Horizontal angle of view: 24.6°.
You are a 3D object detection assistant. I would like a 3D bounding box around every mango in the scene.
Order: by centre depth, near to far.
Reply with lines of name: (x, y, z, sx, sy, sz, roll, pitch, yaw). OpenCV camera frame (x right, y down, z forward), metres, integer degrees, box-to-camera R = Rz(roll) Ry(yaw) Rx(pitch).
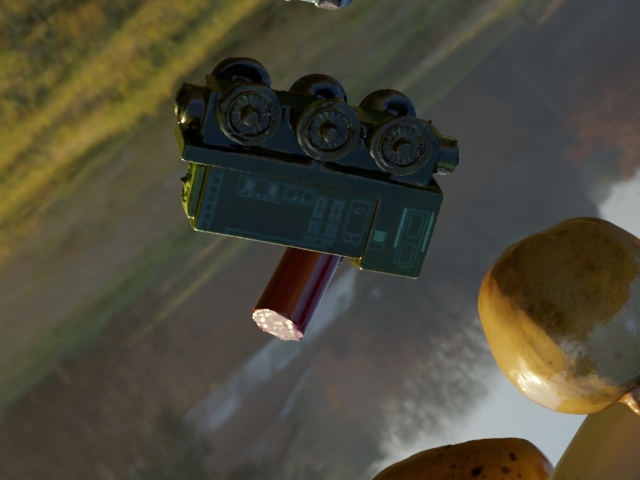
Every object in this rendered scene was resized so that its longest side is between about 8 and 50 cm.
mango: (0.184, 0.362, 1.949, 0.290, 0.191, 0.160, -9, 155, 33)

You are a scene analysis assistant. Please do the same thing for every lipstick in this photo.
lipstick: (0.000, -0.001, 1.853, 0.073, 0.073, 0.279, -44, -164, 57)

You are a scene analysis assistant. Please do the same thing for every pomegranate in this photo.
pomegranate: (0.252, 0.076, 1.440, 0.207, 0.207, 0.207, -43, 179, -1)

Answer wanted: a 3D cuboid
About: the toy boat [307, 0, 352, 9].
toy boat: (0.026, -0.307, 1.276, 0.223, 0.097, 0.100, -61, 176, 20)

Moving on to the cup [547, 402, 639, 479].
cup: (0.381, 0.278, 1.578, 0.371, 0.253, 0.253, -49, -178, -29)

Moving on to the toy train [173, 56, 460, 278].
toy train: (-0.009, -0.055, 1.127, 0.090, 0.226, 0.137, -111, -147, -66)
